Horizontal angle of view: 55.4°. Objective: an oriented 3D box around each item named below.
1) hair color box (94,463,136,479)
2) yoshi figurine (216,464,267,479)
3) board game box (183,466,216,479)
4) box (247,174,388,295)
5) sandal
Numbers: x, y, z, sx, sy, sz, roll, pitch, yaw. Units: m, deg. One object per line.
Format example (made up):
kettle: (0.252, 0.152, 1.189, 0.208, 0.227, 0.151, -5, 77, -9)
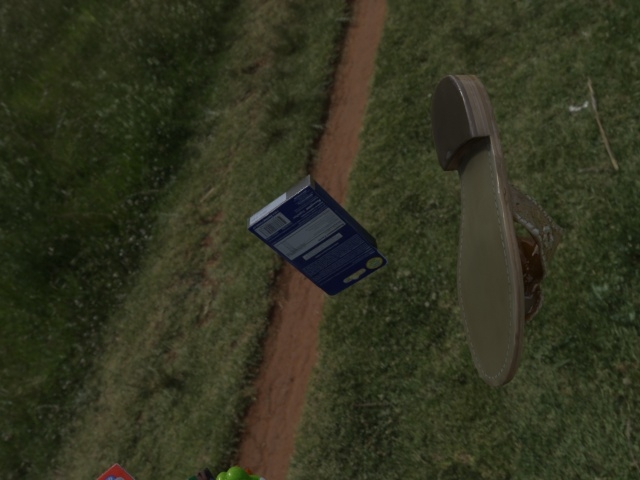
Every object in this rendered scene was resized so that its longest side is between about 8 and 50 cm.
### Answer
hair color box: (-0.080, 0.219, 0.349, 0.167, 0.093, 0.053, 31, 41, 24)
yoshi figurine: (-0.134, 0.721, 1.511, 0.203, 0.362, 0.203, -47, 23, -17)
board game box: (-0.152, 0.521, 0.939, 0.046, 0.213, 0.317, -45, 73, 12)
box: (0.000, 0.000, 1.047, 0.136, 0.225, 0.037, -33, 35, 22)
sandal: (0.149, -0.016, 0.466, 0.088, 0.079, 0.240, 134, 129, -71)
